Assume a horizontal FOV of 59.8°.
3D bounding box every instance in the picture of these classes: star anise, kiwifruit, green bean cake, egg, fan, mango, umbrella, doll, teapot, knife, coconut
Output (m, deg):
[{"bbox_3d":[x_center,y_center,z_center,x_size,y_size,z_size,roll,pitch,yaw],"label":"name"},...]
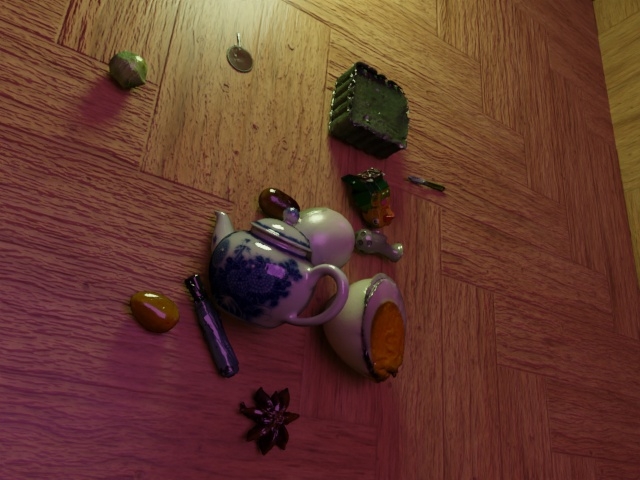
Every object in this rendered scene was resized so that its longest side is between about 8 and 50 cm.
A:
[{"bbox_3d":[-0.113,0.418,1.302,0.167,0.057,0.168,13,66,-30],"label":"star anise"},{"bbox_3d":[-0.111,-0.093,1.486,0.124,0.075,0.075,30,58,-28],"label":"kiwifruit"},{"bbox_3d":[0.161,-0.406,1.762,0.254,0.132,0.241,18,64,-32],"label":"green bean cake"},{"bbox_3d":[0.113,0.230,1.474,0.286,0.174,0.265,50,49,-41],"label":"egg"},{"bbox_3d":[-0.233,-0.548,1.612,0.085,0.005,0.134,5,71,-33],"label":"fan"},{"bbox_3d":[-0.364,0.154,1.219,0.114,0.060,0.080,27,56,-20],"label":"mango"},{"bbox_3d":[-0.249,0.197,1.290,0.053,0.052,0.251,-19,85,-38],"label":"umbrella"},{"bbox_3d":[0.151,-0.125,1.659,0.106,0.134,0.187,-29,98,-40],"label":"doll"},{"bbox_3d":[-0.118,0.052,1.289,0.252,0.423,0.280,22,94,-61],"label":"teapot"},{"bbox_3d":[0.359,-0.195,1.892,0.184,0.026,0.022,13,106,-34],"label":"knife"},{"bbox_3d":[-0.462,-0.413,1.350,0.096,0.088,0.088,39,54,-11],"label":"coconut"},{"bbox_3d":[0.000,0.000,1.461,0.217,0.183,0.183,-30,91,-46],"label":"egg"}]

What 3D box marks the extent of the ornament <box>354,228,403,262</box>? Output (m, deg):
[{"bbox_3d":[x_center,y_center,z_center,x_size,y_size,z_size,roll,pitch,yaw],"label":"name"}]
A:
[{"bbox_3d":[0.167,0.011,1.643,0.156,0.075,0.081,22,103,-27],"label":"ornament"}]
